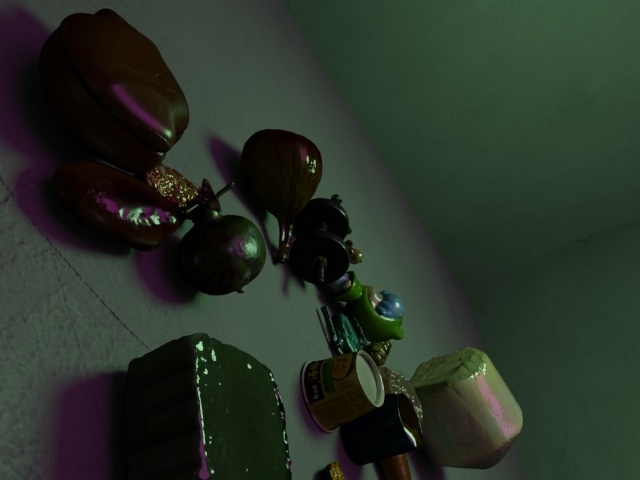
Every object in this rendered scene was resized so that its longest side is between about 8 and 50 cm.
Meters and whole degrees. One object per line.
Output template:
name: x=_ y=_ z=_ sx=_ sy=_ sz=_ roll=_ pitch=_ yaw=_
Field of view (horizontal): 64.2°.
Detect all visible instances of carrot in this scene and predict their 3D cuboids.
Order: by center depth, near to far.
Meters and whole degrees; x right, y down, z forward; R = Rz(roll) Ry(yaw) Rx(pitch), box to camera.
carrot: x=0.179 y=0.553 z=1.128 sx=0.069 sy=0.069 sz=0.336 roll=24 pitch=48 yaw=-62

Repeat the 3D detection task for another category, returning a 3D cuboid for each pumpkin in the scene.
pumpkin: x=0.022 y=0.431 z=0.923 sx=0.050 sy=0.028 sz=0.083 roll=70 pitch=11 yaw=22

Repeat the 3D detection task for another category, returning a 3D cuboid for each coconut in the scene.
coconut: x=0.400 y=0.486 z=1.427 sx=0.310 sy=0.297 sz=0.297 roll=63 pitch=19 yaw=-1

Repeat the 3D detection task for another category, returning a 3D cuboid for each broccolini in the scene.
broccolini: x=0.070 y=-0.071 z=1.641 sx=0.201 sy=0.074 sz=0.058 roll=47 pitch=8 yaw=-44

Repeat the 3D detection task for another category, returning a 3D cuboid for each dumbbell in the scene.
dumbbell: x=0.000 y=0.000 z=1.241 sx=0.143 sy=0.143 sz=0.326 roll=53 pitch=22 yaw=-28

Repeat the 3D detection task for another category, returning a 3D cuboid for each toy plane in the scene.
toy plane: x=0.070 y=0.262 z=1.219 sx=0.096 sy=0.060 sz=0.235 roll=7 pitch=55 yaw=-58

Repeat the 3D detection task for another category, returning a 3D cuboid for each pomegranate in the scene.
pomegranate: x=-0.159 y=0.006 z=0.803 sx=0.149 sy=0.148 sz=0.169 roll=-89 pitch=168 yaw=-53

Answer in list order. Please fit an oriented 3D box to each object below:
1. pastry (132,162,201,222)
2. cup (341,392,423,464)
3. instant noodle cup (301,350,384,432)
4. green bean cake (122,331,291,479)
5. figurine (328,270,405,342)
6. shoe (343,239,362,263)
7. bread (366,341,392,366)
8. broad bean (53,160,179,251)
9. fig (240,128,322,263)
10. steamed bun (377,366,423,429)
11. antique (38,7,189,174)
pastry: x=-0.246 y=-0.074 z=0.837 sx=0.169 sy=0.063 sz=0.087 roll=40 pitch=38 yaw=-59
cup: x=0.133 y=0.398 z=1.083 sx=0.114 sy=0.138 sz=0.150 roll=67 pitch=19 yaw=9
instant noodle cup: x=0.049 y=0.293 z=1.028 sx=0.151 sy=0.122 sz=0.152 roll=48 pitch=24 yaw=-30
green bean cake: x=-0.129 y=0.245 z=0.632 sx=0.227 sy=0.124 sz=0.223 roll=40 pitch=28 yaw=-53
figurine: x=0.106 y=0.162 z=1.326 sx=0.263 sy=0.143 sz=0.162 roll=41 pitch=-12 yaw=-12
shoe: x=0.075 y=0.037 z=1.508 sx=0.069 sy=0.072 sz=0.109 roll=27 pitch=-20 yaw=48
bread: x=0.159 y=0.304 z=1.398 sx=0.110 sy=0.060 sz=0.066 roll=-28 pitch=121 yaw=-70
broad bean: x=-0.274 y=-0.046 z=0.683 sx=0.165 sy=0.084 sz=0.114 roll=32 pitch=10 yaw=-50
fig: x=-0.105 y=-0.107 z=1.177 sx=0.190 sy=0.190 sz=0.291 roll=-7 pitch=112 yaw=-70
steamed bun: x=0.187 y=0.402 z=1.268 sx=0.175 sy=0.106 sz=0.145 roll=50 pitch=23 yaw=-28
antique: x=-0.294 y=-0.215 z=0.746 sx=0.223 sy=0.129 sz=0.278 roll=28 pitch=30 yaw=-52
